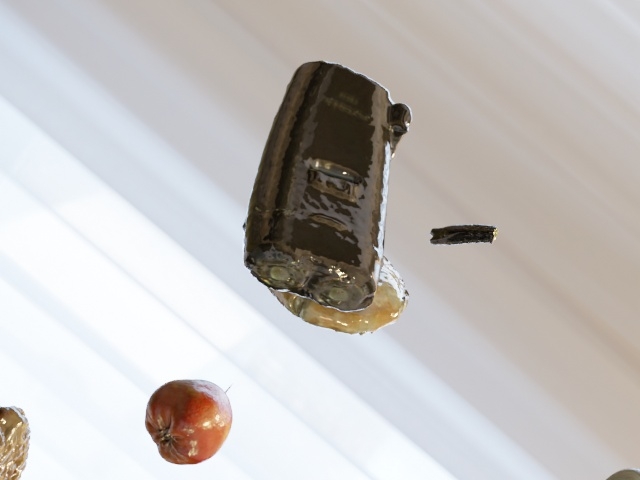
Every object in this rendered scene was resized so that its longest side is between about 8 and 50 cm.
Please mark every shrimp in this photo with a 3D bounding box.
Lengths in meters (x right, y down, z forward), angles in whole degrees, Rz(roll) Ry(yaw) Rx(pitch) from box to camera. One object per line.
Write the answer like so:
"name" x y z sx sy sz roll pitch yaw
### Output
"shrimp" 0.000 0.000 1.781 0.445 0.221 0.110 -113 -144 -56

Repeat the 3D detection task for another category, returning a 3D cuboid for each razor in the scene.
"razor" 0.010 -0.073 1.555 0.107 0.189 0.327 -47 -154 54

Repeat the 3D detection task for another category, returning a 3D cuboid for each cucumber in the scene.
"cucumber" 0.229 -0.011 1.934 0.135 0.034 0.033 -1 -126 37

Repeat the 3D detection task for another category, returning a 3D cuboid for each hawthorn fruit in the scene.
"hawthorn fruit" -0.176 0.252 1.671 0.140 0.125 0.125 12 130 -42

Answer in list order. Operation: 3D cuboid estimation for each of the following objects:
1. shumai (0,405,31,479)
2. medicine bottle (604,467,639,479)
"shumai" -0.493 0.298 1.545 0.184 0.185 0.218 54 51 -76
"medicine bottle" 0.452 0.388 1.500 0.095 0.260 0.095 -44 -159 21
